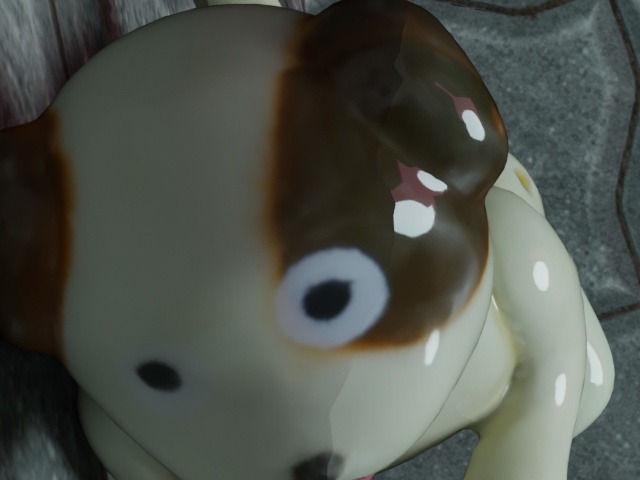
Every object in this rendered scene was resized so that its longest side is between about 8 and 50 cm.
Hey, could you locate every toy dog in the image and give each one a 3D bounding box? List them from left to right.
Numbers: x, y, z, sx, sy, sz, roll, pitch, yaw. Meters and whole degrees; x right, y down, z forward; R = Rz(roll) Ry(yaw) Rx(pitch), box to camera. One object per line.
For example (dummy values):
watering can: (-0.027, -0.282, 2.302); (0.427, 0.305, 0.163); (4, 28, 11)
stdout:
toy dog: (0.000, 0.000, 0.722); (0.408, 0.285, 0.395); (-1, 83, -82)
